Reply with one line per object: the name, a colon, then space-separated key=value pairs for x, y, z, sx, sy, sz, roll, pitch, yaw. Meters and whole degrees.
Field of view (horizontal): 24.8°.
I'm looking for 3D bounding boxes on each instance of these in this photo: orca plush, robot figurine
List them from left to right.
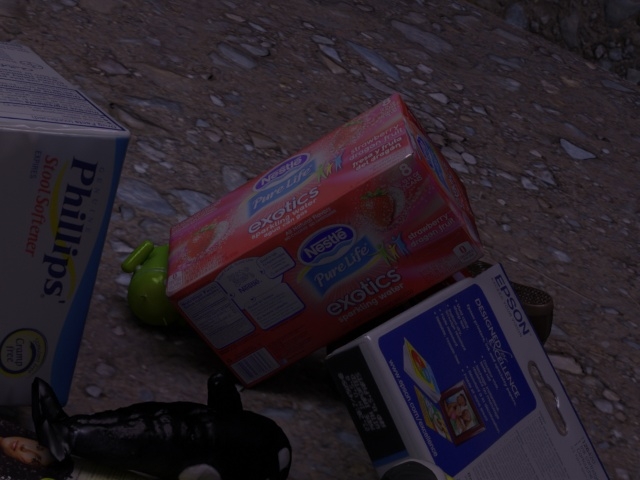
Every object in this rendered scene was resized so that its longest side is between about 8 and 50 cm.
robot figurine: x=-0.174 y=0.049 z=1.588 sx=0.101 sy=0.067 sz=0.115 roll=48 pitch=19 yaw=-18
orca plush: x=-0.125 y=0.156 z=1.316 sx=0.287 sy=0.102 sz=0.151 roll=20 pitch=5 yaw=-31

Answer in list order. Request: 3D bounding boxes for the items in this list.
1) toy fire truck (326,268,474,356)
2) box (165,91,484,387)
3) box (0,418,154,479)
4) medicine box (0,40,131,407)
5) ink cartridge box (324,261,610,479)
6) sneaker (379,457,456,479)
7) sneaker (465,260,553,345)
toy fire truck: x=0.143 y=0.105 z=1.672 sx=0.254 sy=0.169 sz=0.302 roll=34 pitch=20 yaw=-26
box: x=0.000 y=0.000 z=1.529 sx=0.154 sy=0.300 sz=0.142 roll=51 pitch=17 yaw=-29
box: x=-0.214 y=0.224 z=1.238 sx=0.232 sy=0.058 sz=0.087 roll=23 pitch=25 yaw=-5
medicine box: x=-0.317 y=-0.027 z=1.333 sx=0.149 sy=0.263 sz=0.289 roll=5 pitch=20 yaw=-32
ink cartridge box: x=0.159 y=0.198 z=1.426 sx=0.307 sy=0.072 sz=0.303 roll=-21 pitch=85 yaw=-59
sneaker: x=0.189 y=0.339 z=1.229 sx=0.384 sy=0.145 sz=0.147 roll=50 pitch=43 yaw=12
sneaker: x=0.222 y=0.082 z=1.878 sx=0.066 sy=0.071 sz=0.188 roll=-16 pitch=27 yaw=-32
